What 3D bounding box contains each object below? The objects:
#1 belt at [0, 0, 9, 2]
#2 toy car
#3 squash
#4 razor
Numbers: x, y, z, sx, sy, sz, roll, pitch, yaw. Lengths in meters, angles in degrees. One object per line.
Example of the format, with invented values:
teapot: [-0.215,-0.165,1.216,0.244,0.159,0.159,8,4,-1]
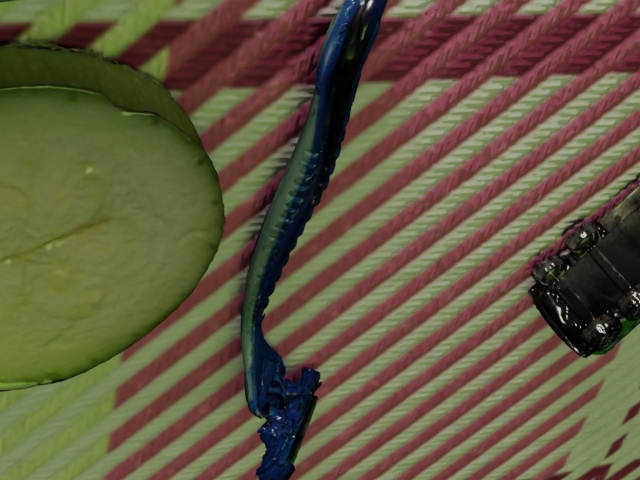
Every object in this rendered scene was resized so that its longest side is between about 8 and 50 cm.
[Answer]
belt: [-0.113,-0.183,0.503,0.141,0.082,0.190,18,130,-39]
toy car: [0.219,0.005,0.879,0.165,0.071,0.062,-46,150,16]
squash: [-0.161,-0.006,0.691,0.219,0.041,0.219,-12,136,-12]
razor: [-0.012,-0.003,0.762,0.056,0.093,0.324,14,126,6]
